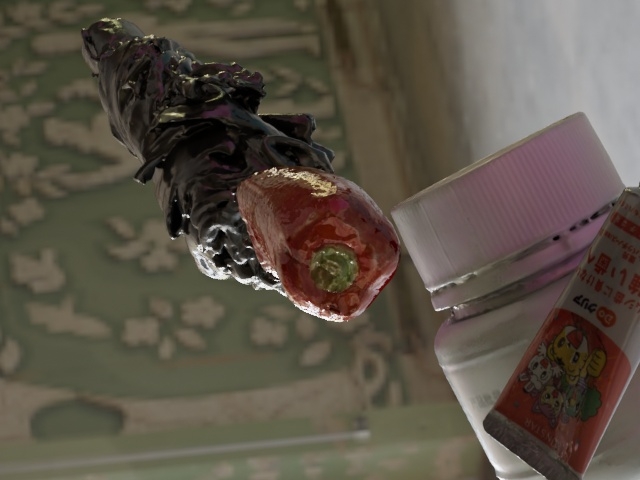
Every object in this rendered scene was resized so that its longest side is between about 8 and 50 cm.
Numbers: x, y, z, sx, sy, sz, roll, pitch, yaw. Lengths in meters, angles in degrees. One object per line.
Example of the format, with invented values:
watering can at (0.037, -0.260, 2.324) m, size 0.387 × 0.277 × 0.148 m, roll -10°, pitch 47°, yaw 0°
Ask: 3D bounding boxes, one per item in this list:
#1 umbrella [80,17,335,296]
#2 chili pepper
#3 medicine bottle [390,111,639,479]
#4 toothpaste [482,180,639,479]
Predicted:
umbrella at (-0.079, -0.073, 1.195) m, size 0.154 × 0.128 × 0.336 m, roll 52°, pitch 178°, yaw -28°
chili pepper at (0.000, 0.000, 0.851) m, size 0.123 × 0.070 × 0.073 m, roll -145°, pitch 59°, yaw -71°
medicine bottle at (0.216, 0.060, 1.501) m, size 0.302 × 0.241 × 0.241 m, roll 63°, pitch 175°, yaw -2°
toothpaste at (0.189, 0.044, 1.083) m, size 0.089 × 0.057 × 0.234 m, roll 36°, pitch 104°, yaw 43°
